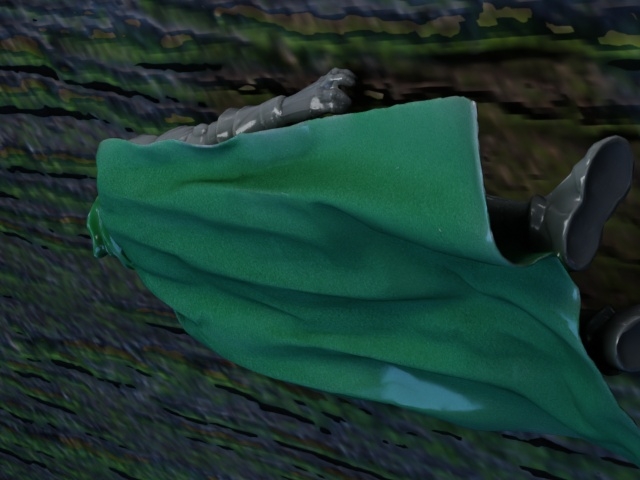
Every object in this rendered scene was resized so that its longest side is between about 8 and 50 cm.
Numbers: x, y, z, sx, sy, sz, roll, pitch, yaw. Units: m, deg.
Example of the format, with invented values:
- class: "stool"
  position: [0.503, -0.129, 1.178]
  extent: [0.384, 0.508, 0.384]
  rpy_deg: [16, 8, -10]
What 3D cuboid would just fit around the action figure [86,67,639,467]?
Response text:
- class: "action figure"
  position: [0.000, 0.000, 0.549]
  extent: [0.232, 0.063, 0.137]
  rpy_deg: [8, 135, 48]
